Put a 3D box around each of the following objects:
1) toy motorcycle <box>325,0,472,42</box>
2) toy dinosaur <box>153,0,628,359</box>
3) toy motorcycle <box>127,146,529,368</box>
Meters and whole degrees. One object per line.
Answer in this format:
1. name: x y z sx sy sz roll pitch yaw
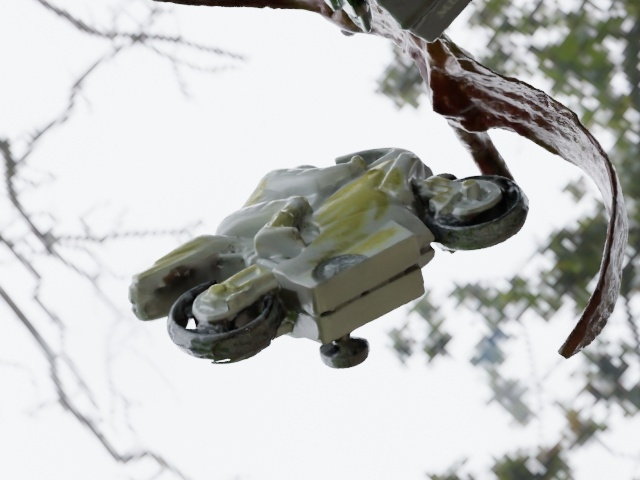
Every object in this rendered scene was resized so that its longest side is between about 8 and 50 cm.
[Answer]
1. toy motorcycle: 0.077 -0.185 0.628 0.275 0.125 0.187 -46 -34 16
2. toy dinosaur: 0.045 -0.074 1.098 0.113 0.327 0.206 -46 -3 -8
3. toy motorcycle: 0.000 0.000 1.108 0.228 0.151 0.074 -24 -56 -17
